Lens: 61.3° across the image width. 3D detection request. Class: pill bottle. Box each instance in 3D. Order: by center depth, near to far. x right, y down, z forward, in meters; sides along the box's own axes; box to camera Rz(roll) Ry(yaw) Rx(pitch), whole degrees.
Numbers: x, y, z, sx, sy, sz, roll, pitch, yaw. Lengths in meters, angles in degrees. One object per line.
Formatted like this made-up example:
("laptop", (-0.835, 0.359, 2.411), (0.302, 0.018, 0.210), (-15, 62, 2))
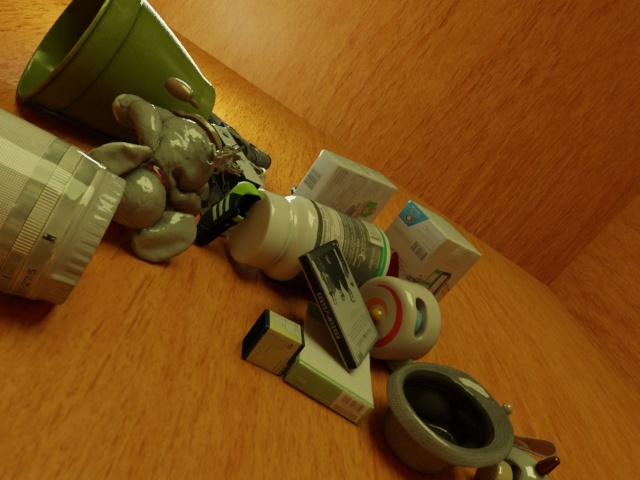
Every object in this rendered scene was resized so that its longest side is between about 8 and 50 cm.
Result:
("pill bottle", (-0.023, 0.012, 1.290), (0.361, 0.204, 0.204), (19, 26, -37))

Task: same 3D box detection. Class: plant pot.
("plant pot", (-0.462, -0.391, 1.319), (0.353, 0.366, 0.366), (37, 15, -41))

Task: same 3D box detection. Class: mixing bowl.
("mixing bowl", (0.142, 0.111, 1.456), (0.098, 0.181, 0.181), (9, 11, 19))

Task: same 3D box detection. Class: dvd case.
("dvd case", (0.043, 0.123, 1.104), (0.238, 0.030, 0.179), (67, 21, -1))

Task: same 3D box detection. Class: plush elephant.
("plush elephant", (-0.335, -0.115, 1.037), (0.330, 0.271, 0.255), (12, 40, 41))

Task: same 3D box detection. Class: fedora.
("fedora", (0.224, 0.359, 1.045), (0.275, 0.124, 0.243), (4, 34, -44))

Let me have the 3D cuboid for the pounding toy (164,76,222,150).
("pounding toy", (-0.283, -0.230, 1.233), (0.154, 0.269, 0.155), (36, 54, 14))

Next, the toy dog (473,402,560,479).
("toy dog", (0.413, 0.435, 1.142), (0.220, 0.161, 0.333), (29, 21, -24))

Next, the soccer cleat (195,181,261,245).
("soccer cleat", (-0.203, -0.052, 1.167), (0.072, 0.179, 0.060), (44, 1, 43))

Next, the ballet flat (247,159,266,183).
("ballet flat", (-0.253, -0.210, 1.596), (0.248, 0.086, 0.086), (9, 34, -53))

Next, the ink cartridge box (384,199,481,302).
("ink cartridge box", (0.292, 0.062, 1.630), (0.197, 0.270, 0.198), (21, 25, -43))

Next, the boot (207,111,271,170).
("boot", (-0.329, -0.339, 1.760), (0.338, 0.118, 0.223), (44, 11, 13))

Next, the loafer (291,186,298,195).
("loafer", (-0.008, -0.138, 1.863), (0.223, 0.076, 0.078), (14, 37, -42))

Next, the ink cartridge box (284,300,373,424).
("ink cartridge box", (0.021, 0.235, 1.083), (0.171, 0.056, 0.235), (34, 18, -10))

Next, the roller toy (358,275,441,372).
("roller toy", (0.165, 0.180, 1.253), (0.146, 0.191, 0.209), (17, 27, -43))

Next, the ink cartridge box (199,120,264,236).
("ink cartridge box", (-0.263, -0.173, 1.364), (0.065, 0.165, 0.332), (21, 24, -41))

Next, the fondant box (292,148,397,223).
("fondant box", (0.068, -0.132, 1.736), (0.330, 0.238, 0.096), (13, 29, -50))

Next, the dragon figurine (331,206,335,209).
("dragon figurine", (0.000, 0.000, 1.543), (0.289, 0.144, 0.085), (61, 22, 9))

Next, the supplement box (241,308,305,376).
("supplement box", (-0.084, 0.184, 0.973), (0.083, 0.083, 0.056), (30, 21, -18))

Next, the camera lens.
("camera lens", (-0.432, -0.058, 0.715), (0.274, 0.219, 0.219), (28, 21, -24))
